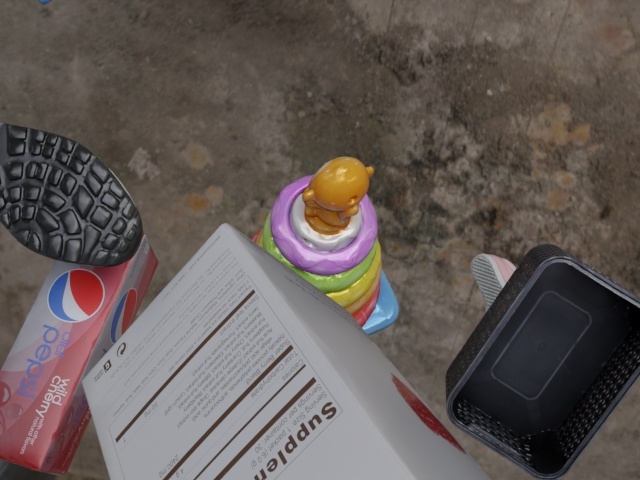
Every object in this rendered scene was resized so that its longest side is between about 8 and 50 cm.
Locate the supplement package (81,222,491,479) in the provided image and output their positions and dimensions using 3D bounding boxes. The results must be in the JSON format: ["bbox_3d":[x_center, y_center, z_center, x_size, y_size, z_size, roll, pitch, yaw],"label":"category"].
[{"bbox_3d":[-0.014,0.158,0.473,0.175,0.293,0.177,-47,132,4],"label":"supplement package"}]

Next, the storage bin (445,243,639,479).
[{"bbox_3d":[0.206,0.107,0.630,0.122,0.084,0.180,32,101,5],"label":"storage bin"}]

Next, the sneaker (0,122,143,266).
[{"bbox_3d":[-0.294,-0.058,0.694,0.283,0.124,0.107,26,83,5],"label":"sneaker"}]

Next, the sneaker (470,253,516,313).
[{"bbox_3d":[0.253,0.081,0.934,0.070,0.135,0.051,4,153,-44],"label":"sneaker"}]

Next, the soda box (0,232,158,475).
[{"bbox_3d":[-0.269,0.110,0.748,0.083,0.264,0.092,17,158,4],"label":"soda box"}]

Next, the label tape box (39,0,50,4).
[{"bbox_3d":[-0.169,-0.379,0.456,0.249,0.115,0.348,-19,113,22],"label":"label tape box"}]

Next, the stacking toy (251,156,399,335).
[{"bbox_3d":[0.000,0.000,0.693,0.175,0.166,0.302,-22,160,-14],"label":"stacking toy"}]
